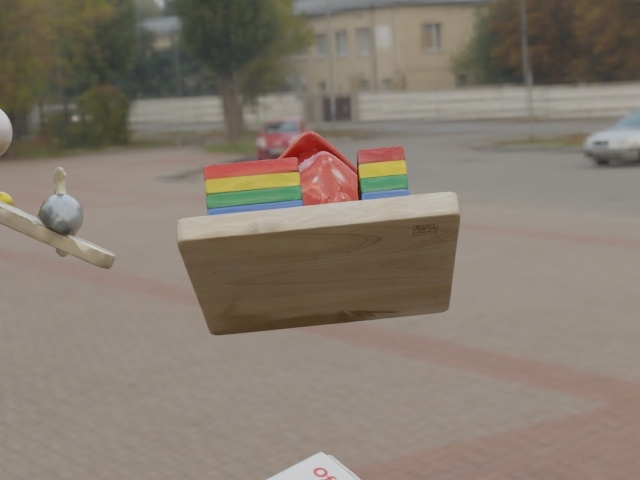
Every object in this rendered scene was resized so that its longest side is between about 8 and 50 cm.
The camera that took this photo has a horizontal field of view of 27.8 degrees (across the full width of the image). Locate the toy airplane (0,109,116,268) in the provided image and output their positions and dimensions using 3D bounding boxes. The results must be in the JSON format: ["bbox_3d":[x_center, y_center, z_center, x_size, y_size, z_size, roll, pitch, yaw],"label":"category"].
[{"bbox_3d":[-0.519,-0.083,1.806,0.384,0.272,0.386,9,-24,34],"label":"toy airplane"}]

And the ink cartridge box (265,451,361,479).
[{"bbox_3d":[-0.058,0.552,2.119,0.395,0.166,0.285,-22,40,-34],"label":"ink cartridge box"}]

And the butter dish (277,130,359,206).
[{"bbox_3d":[0.006,-0.033,1.511,0.160,0.160,0.118,-49,10,-15],"label":"butter dish"}]

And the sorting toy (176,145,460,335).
[{"bbox_3d":[0.000,0.000,1.290,0.257,0.089,0.255,-6,-24,0],"label":"sorting toy"}]
